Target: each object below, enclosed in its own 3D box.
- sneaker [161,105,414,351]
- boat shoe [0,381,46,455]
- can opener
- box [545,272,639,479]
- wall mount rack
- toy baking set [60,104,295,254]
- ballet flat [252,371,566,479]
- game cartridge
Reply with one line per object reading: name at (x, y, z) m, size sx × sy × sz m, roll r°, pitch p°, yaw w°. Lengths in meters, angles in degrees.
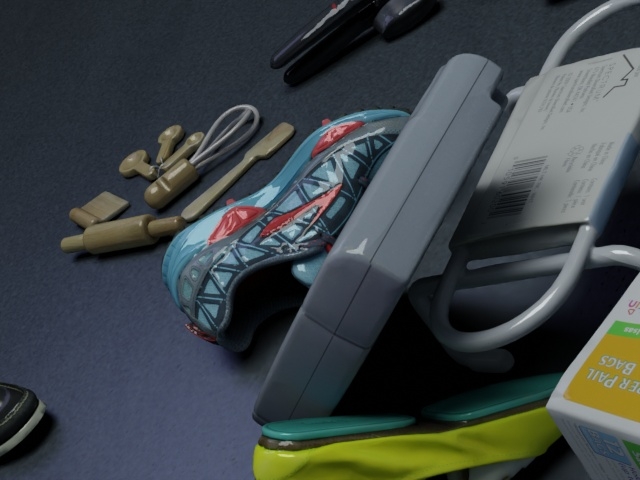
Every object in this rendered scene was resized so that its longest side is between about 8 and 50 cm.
sneaker at (0.000, 0.000, 1.192) m, size 0.262 × 0.104 × 0.125 m, roll -37°, pitch 48°, yaw 6°
boat shoe at (-0.343, 0.152, 1.314) m, size 0.233 × 0.079 × 0.084 m, roll -2°, pitch 43°, yaw 41°
can opener at (0.028, -0.224, 1.475) m, size 0.186 × 0.059 × 0.073 m, roll -29°, pitch 32°, yaw 11°
box at (0.215, 0.116, 0.695) m, size 0.114 × 0.203 × 0.103 m, roll 12°, pitch 55°, yaw 51°
wall mount rack at (0.228, -0.029, 0.965) m, size 0.304 × 0.130 × 0.350 m, roll -9°, pitch 40°, yaw 42°
toy baking set at (-0.153, -0.065, 1.464) m, size 0.256 × 0.030 × 0.197 m, roll -6°, pitch 42°, yaw 39°
ballet flat at (0.069, 0.137, 0.914) m, size 0.231 × 0.077 × 0.077 m, roll -8°, pitch 3°, yaw -19°
game cartridge at (0.030, 0.026, 0.969) m, size 0.198 × 0.062 × 0.297 m, roll -54°, pitch -6°, yaw -29°
